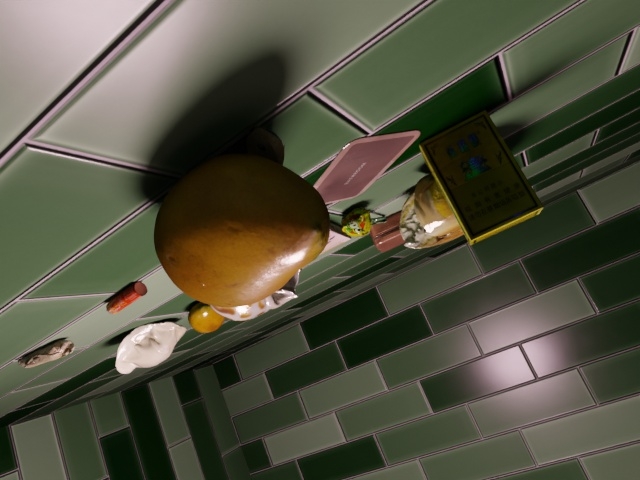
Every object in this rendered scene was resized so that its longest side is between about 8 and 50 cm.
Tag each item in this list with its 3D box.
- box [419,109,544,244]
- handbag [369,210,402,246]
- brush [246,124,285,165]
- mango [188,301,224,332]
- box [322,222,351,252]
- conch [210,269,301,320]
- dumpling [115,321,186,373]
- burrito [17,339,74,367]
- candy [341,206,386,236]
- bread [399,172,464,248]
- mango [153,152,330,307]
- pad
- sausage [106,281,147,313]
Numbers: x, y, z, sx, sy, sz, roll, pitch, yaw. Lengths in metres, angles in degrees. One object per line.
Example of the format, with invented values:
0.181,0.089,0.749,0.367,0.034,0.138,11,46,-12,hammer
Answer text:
0.300,-0.120,0.863,0.141,0.219,0.064,-27,165,12,box
0.233,-0.028,1.421,0.151,0.072,0.193,-25,165,7,handbag
-0.076,-0.088,0.727,0.065,0.070,0.327,-56,172,-20,brush
-0.367,0.240,1.437,0.111,0.089,0.163,-35,156,1,mango
0.000,0.000,1.225,0.129,0.033,0.247,-28,165,16,box
-0.187,0.094,1.053,0.149,0.182,0.275,1,169,43,conch
-0.543,0.326,1.449,0.216,0.126,0.166,-12,138,-8,dumpling
-0.716,0.299,1.187,0.149,0.041,0.055,-23,153,13,burrito
0.129,-0.052,1.205,0.077,0.073,0.262,-9,-179,27,candy
0.335,-0.101,1.120,0.333,0.159,0.333,-22,168,-5,bread
-0.113,-0.010,0.629,0.317,0.211,0.173,-25,-156,50,mango
0.069,-0.133,0.895,0.176,0.002,0.266,-15,164,-30,pad
-0.442,0.133,1.015,0.130,0.034,0.034,-29,165,27,sausage
